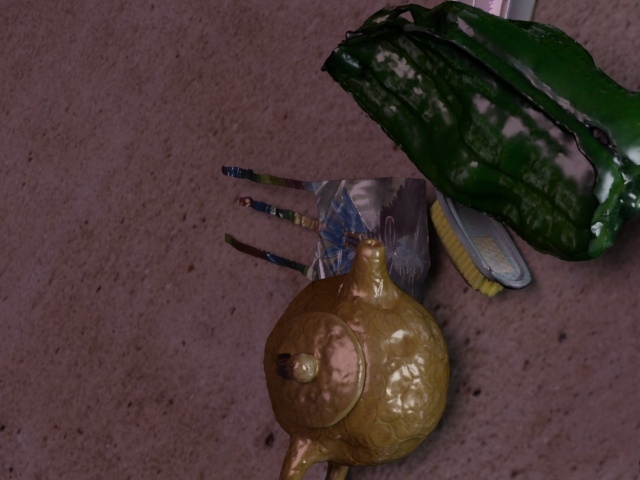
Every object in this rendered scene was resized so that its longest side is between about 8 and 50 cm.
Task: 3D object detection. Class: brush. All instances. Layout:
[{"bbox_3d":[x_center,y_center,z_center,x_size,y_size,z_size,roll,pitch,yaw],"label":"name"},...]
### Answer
[{"bbox_3d":[0.134,-0.047,1.682,0.060,0.068,0.297,-55,47,37],"label":"brush"}]

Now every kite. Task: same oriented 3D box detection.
[{"bbox_3d":[-0.001,0.000,1.760,0.310,0.015,0.169,10,103,41],"label":"kite"}]

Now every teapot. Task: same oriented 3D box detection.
[{"bbox_3d":[0.015,0.147,1.628,0.203,0.167,0.311,24,98,35],"label":"teapot"}]

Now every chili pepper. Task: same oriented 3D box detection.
[{"bbox_3d":[0.180,-0.141,1.584,0.385,0.167,0.213,35,138,21],"label":"chili pepper"}]

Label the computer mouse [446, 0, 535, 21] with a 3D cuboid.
[{"bbox_3d":[0.183,-0.266,1.708,0.102,0.045,0.199,9,87,30],"label":"computer mouse"}]
